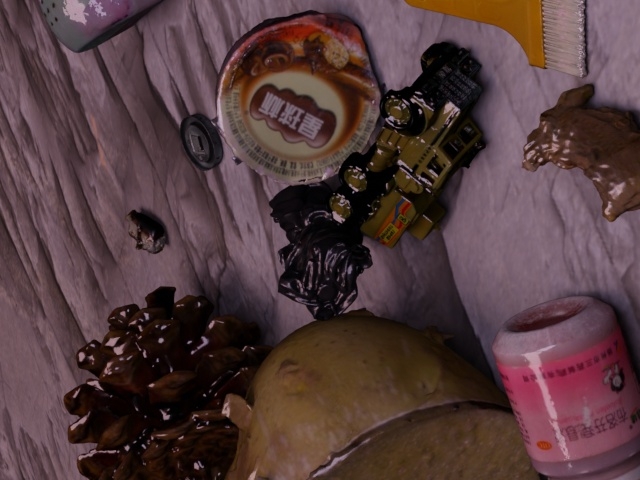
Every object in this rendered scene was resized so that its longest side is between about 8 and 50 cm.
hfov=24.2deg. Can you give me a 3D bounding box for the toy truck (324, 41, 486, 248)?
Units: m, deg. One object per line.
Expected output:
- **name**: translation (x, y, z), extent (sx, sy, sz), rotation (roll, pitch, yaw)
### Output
- **toy truck**: translation (0.109, -0.100, 1.700), extent (0.127, 0.127, 0.257), rotation (37, 141, 11)

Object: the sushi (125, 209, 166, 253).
- **sushi**: translation (-0.280, -0.017, 2.355), extent (0.083, 0.044, 0.046), rotation (34, 138, 34)

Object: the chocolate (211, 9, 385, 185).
- **chocolate**: translation (-0.039, -0.182, 1.819), extent (0.147, 0.221, 0.221), rotation (-135, 28, -71)

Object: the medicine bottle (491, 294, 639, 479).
- **medicine bottle**: translation (0.287, 0.193, 1.633), extent (0.147, 0.147, 0.247), rotation (-7, 106, 55)

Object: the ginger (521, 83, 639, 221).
- **ginger**: translation (0.325, -0.067, 1.441), extent (0.290, 0.122, 0.084), rotation (28, 165, 38)

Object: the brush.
- **brush**: translation (0.177, -0.248, 1.594), extent (0.272, 0.013, 0.103), rotation (25, 131, 45)

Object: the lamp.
- **lamp**: translation (-0.378, -0.407, 2.049), extent (0.301, 0.247, 0.247), rotation (58, 150, -6)

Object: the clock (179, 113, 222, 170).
- **clock**: translation (-0.171, -0.141, 2.144), extent (0.085, 0.017, 0.085), rotation (32, 136, 38)

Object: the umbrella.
- **umbrella**: translation (0.001, 0.000, 1.853), extent (0.272, 0.122, 0.110), rotation (-102, 11, -66)

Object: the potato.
- **potato**: translation (0.027, 0.287, 1.851), extent (0.319, 0.385, 0.442), rotation (48, 137, 47)

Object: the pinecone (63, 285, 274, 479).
- **pinecone**: translation (-0.223, 0.233, 2.196), extent (0.384, 0.384, 0.384), rotation (33, 136, 38)
